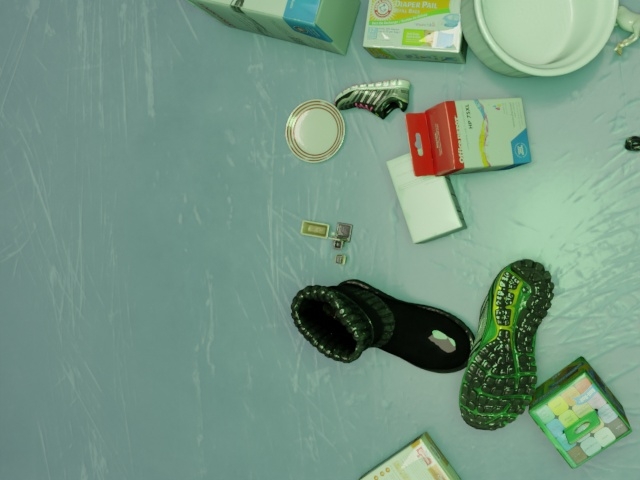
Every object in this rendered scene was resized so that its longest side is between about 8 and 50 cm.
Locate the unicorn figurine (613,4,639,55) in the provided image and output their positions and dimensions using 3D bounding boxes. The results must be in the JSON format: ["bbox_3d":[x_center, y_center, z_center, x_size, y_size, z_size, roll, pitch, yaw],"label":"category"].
[{"bbox_3d":[0.595,-0.409,1.352,0.162,0.060,0.111,43,92,19],"label":"unicorn figurine"}]

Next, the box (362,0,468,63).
[{"bbox_3d":[0.201,-0.438,1.463,0.203,0.103,0.114,8,93,18],"label":"box"}]

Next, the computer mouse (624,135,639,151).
[{"bbox_3d":[0.650,-0.263,1.345,0.105,0.042,0.193,9,93,19],"label":"computer mouse"}]

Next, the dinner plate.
[{"bbox_3d":[-0.011,-0.244,1.580,0.141,0.017,0.141,0,89,18],"label":"dinner plate"}]

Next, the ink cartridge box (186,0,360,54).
[{"bbox_3d":[-0.098,-0.513,1.500,0.307,0.223,0.129,18,95,18],"label":"ink cartridge box"}]

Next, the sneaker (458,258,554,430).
[{"bbox_3d":[0.364,0.208,1.390,0.134,0.146,0.344,20,88,4],"label":"sneaker"}]

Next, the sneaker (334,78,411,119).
[{"bbox_3d":[0.113,-0.294,1.514,0.170,0.063,0.075,-8,82,14],"label":"sneaker"}]

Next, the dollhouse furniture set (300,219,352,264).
[{"bbox_3d":[0.000,0.000,1.543,0.114,0.081,0.091,10,93,18],"label":"dollhouse furniture set"}]

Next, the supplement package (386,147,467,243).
[{"bbox_3d":[0.221,-0.093,1.457,0.105,0.105,0.180,-20,84,17],"label":"supplement package"}]

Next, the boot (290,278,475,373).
[{"bbox_3d":[0.129,0.183,1.406,0.347,0.260,0.131,19,96,18],"label":"boot"}]

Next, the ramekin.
[{"bbox_3d":[0.400,-0.440,1.333,0.277,0.135,0.278,-1,94,-9],"label":"ramekin"}]

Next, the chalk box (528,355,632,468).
[{"bbox_3d":[0.479,0.321,1.315,0.132,0.213,0.132,-40,79,14],"label":"chalk box"}]

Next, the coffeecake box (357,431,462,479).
[{"bbox_3d":[0.189,0.518,1.489,0.185,0.068,0.142,-39,78,15],"label":"coffeecake box"}]

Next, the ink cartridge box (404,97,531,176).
[{"bbox_3d":[0.289,-0.201,1.381,0.230,0.078,0.134,-8,87,-23],"label":"ink cartridge box"}]
